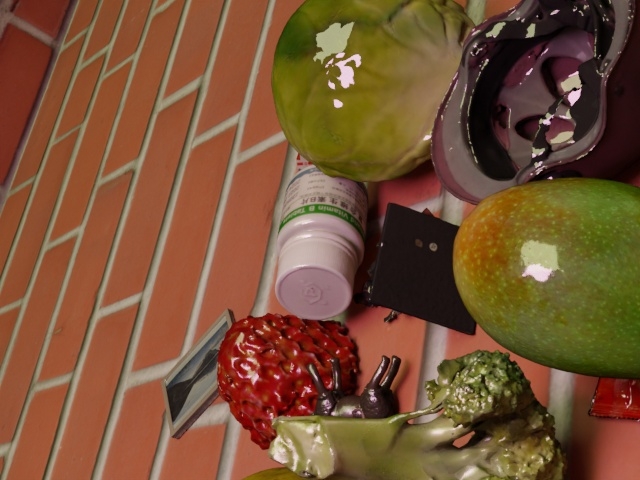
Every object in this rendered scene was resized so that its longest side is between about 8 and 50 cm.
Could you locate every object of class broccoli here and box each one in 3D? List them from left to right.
[{"bbox_3d":[0.142,0.243,1.058,0.254,0.302,0.186,-46,33,13],"label":"broccoli"}]

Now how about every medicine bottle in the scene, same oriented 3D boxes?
[{"bbox_3d":[0.000,0.000,1.540,0.139,0.139,0.237,-35,28,32],"label":"medicine bottle"}]

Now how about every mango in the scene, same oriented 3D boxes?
[{"bbox_3d":[0.312,0.047,1.021,0.381,0.225,0.201,17,102,29],"label":"mango"}]

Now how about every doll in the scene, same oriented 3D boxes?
[{"bbox_3d":[0.043,0.241,1.387,0.139,0.057,0.165,-3,86,24],"label":"doll"}]

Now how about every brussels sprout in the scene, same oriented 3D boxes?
[{"bbox_3d":[0.090,-0.249,1.538,0.344,0.344,0.268,-55,-4,6],"label":"brussels sprout"}]

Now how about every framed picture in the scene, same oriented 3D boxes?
[{"bbox_3d":[-0.210,0.235,1.779,0.203,0.015,0.150,-47,35,18],"label":"framed picture"}]

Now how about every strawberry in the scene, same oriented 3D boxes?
[{"bbox_3d":[-0.079,0.191,1.503,0.234,0.178,0.234,-37,32,29],"label":"strawberry"}]

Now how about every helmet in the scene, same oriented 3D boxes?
[{"bbox_3d":[0.311,-0.178,1.252,0.338,0.197,0.271,-54,40,36],"label":"helmet"}]

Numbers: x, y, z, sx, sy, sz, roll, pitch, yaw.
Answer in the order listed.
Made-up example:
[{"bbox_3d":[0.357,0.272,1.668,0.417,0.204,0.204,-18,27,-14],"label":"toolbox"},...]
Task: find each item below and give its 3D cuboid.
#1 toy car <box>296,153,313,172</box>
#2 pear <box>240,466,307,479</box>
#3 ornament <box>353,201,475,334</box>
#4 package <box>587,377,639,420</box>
[{"bbox_3d":[0.014,-0.144,1.695,0.089,0.108,0.210,5,69,54],"label":"toy car"},{"bbox_3d":[-0.038,0.418,1.190,0.294,0.294,0.294,-32,42,35],"label":"pear"},{"bbox_3d":[0.121,0.062,1.432,0.196,0.153,0.166,133,154,-62],"label":"ornament"},{"bbox_3d":[0.359,0.107,1.123,0.083,0.022,0.201,-1,62,51],"label":"package"}]
